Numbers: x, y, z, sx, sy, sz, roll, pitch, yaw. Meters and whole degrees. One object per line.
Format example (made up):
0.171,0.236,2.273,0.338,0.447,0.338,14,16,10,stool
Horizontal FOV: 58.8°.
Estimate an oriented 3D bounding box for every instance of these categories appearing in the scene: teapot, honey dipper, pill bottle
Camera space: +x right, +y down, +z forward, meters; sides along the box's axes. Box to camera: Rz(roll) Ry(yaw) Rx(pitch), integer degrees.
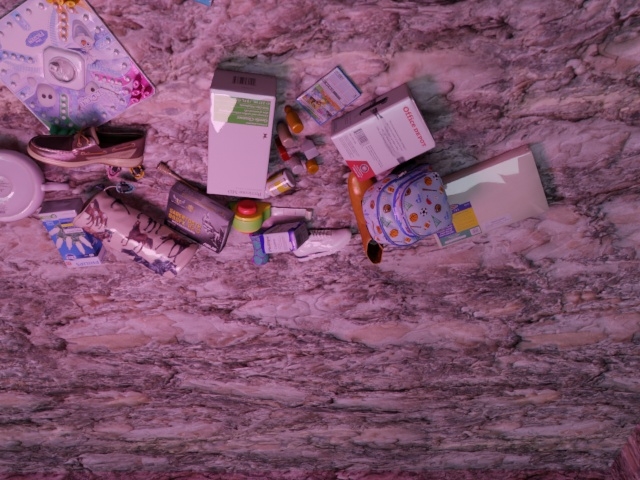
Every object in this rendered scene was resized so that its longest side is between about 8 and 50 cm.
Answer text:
-1.016,-0.184,1.873,0.252,0.187,0.256,-43,103,-1,teapot
-0.488,-0.211,1.946,0.161,0.030,0.030,35,121,-30,honey dipper
-0.150,-0.190,1.940,0.117,0.065,0.065,-25,125,19,pill bottle

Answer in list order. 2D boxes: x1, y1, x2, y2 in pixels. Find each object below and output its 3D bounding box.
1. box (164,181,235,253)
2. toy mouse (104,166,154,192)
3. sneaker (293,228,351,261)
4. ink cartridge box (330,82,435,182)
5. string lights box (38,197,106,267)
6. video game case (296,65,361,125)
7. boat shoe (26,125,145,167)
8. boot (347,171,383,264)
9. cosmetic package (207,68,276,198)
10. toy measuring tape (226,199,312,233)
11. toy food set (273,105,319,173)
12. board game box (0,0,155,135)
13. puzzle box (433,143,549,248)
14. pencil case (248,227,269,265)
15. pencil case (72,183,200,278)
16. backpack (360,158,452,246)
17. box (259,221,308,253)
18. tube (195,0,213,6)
-0.423,-0.076,1.975,0.231,0.056,0.183,29,136,2,box
-0.668,-0.213,1.905,0.143,0.031,0.161,-41,120,-9,toy mouse
0.000,0.000,2.090,0.235,0.090,0.094,-21,117,14,sneaker
0.196,-0.335,1.789,0.273,0.114,0.197,-24,125,19,ink cartridge box
-0.895,-0.024,2.066,0.134,0.076,0.259,-7,130,3,string lights box
0.025,-0.446,1.762,0.166,0.015,0.119,-33,123,24,video game case
-0.716,-0.305,1.761,0.342,0.123,0.123,1,135,-29,boat shoe
0.166,-0.078,1.940,0.104,0.211,0.295,-13,128,9,boot
-0.248,-0.325,1.771,0.197,0.155,0.365,4,128,-7,cosmetic package
-0.195,-0.077,2.002,0.331,0.121,0.121,4,129,-4,toy measuring tape
-0.084,-0.314,1.840,0.111,0.104,0.232,-26,144,4,toy food set
-0.765,-0.504,1.687,0.390,0.050,0.390,-24,126,18,board game box
0.562,-0.145,1.990,0.409,0.052,0.272,-21,127,16,puzzle box
-0.229,0.022,2.115,0.070,0.064,0.151,-12,130,-11,pencil case
-0.624,-0.022,1.961,0.411,0.183,0.160,33,133,-14,pencil case
0.275,-0.101,1.828,0.264,0.213,0.276,-26,100,-17,backpack
-0.130,-0.012,2.022,0.137,0.126,0.072,-6,106,21,box
-0.386,-0.698,1.535,0.207,0.052,0.080,20,116,-9,tube
